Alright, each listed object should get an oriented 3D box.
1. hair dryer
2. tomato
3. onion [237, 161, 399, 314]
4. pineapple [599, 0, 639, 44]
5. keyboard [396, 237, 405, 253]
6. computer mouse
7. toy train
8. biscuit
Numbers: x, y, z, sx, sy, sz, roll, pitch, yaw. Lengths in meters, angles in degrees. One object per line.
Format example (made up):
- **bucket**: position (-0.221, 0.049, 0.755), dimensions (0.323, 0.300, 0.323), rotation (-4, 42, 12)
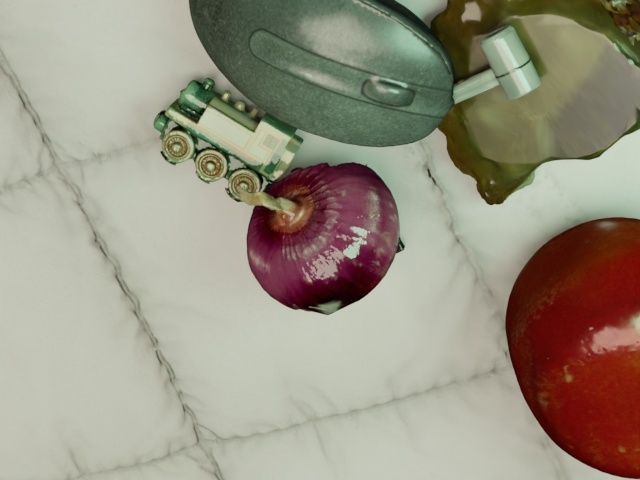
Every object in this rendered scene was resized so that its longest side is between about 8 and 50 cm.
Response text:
- **hair dryer**: position (0.195, -0.202, 1.729), dimensions (0.137, 0.047, 0.082), rotation (-23, 103, 34)
- **tomato**: position (0.389, 0.135, 1.797), dimensions (0.290, 0.293, 0.325), rotation (-25, 119, 10)
- **onion**: position (0.006, 0.005, 1.846), dimensions (0.207, 0.200, 0.200), rotation (-16, 114, -2)
- **pineapple**: position (0.384, -0.275, 1.599), dimensions (0.334, 0.161, 0.158), rotation (35, 161, -1)
- **keyboard**: position (0.025, 0.028, 1.969), dimensions (0.195, 0.018, 0.060), rotation (-27, 101, 23)
- **computer mouse**: position (-0.013, -0.237, 1.739), dimensions (0.374, 0.114, 0.203), rotation (27, 120, 14)
- **toy train**: position (-0.125, -0.137, 1.884), dimensions (0.194, 0.081, 0.125), rotation (31, 110, -4)
- **biscuit**: position (0.285, -0.183, 1.767), dimensions (0.329, 0.078, 0.335), rotation (17, 117, 8)
